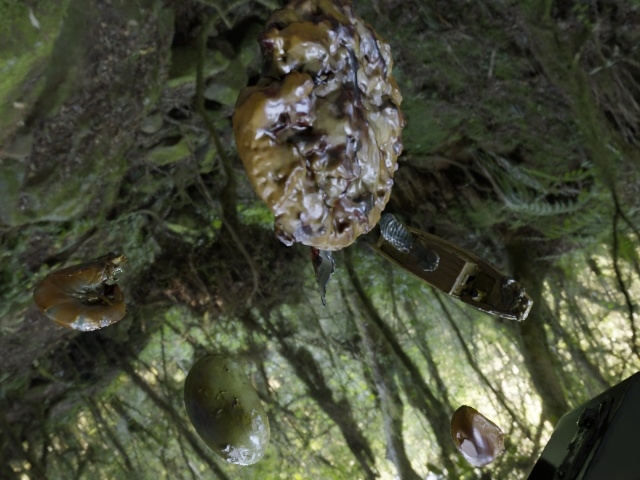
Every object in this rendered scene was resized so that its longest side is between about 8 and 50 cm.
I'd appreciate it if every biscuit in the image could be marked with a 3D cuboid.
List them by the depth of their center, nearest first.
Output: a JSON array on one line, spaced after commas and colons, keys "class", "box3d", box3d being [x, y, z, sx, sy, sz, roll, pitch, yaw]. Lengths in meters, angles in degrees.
[{"class": "biscuit", "box3d": [0.026, -0.142, 0.703, 0.081, 0.289, 0.334, -2, -151, 31]}]

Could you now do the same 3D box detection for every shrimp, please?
[{"class": "shrimp", "box3d": [-0.416, 0.091, 1.132, 0.063, 0.152, 0.287, -64, 176, 20]}]

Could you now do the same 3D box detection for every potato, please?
[{"class": "potato", "box3d": [-0.250, 0.446, 1.577, 0.173, 0.307, 0.210, -4, 136, -49]}]

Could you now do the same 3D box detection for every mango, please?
[{"class": "mango", "box3d": [0.251, 0.318, 0.981, 0.063, 0.127, 0.077, 0, -135, 53]}]

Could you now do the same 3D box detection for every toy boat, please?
[{"class": "toy boat", "box3d": [0.227, 0.049, 1.080, 0.121, 0.321, 0.089, 16, 102, -58]}]

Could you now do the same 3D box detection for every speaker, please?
[{"class": "speaker", "box3d": [0.323, 0.317, 0.665, 0.254, 0.184, 0.232, -49, 162, -21]}]

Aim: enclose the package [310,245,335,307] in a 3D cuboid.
[{"class": "package", "box3d": [0.000, 0.000, 1.097, 0.040, 0.166, 0.232, -2, -148, -2]}]
